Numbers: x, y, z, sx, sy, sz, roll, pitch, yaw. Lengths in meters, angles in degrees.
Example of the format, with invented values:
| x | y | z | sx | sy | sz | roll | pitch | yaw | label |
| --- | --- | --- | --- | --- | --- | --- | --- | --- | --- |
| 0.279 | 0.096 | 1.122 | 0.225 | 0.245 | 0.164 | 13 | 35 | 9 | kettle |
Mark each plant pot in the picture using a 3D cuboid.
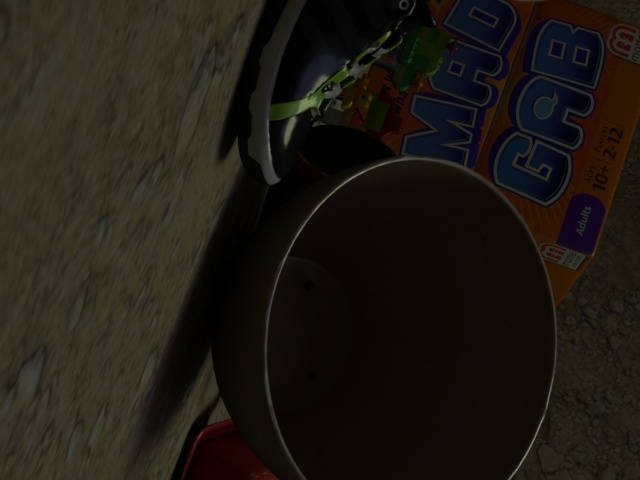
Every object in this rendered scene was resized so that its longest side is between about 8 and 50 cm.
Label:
| x | y | z | sx | sy | sz | roll | pitch | yaw | label |
| --- | --- | --- | --- | --- | --- | --- | --- | --- | --- |
| 0.022 | 0.078 | 1.058 | 0.191 | 0.284 | 0.284 | 0 | -115 | 55 | plant pot |

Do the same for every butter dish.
| x | y | z | sx | sy | sz | roll | pitch | yaw | label |
| --- | --- | --- | --- | --- | --- | --- | --- | --- | --- |
| -0.073 | 0.260 | 1.269 | 0.160 | 0.118 | 0.160 | 4 | 107 | -67 | butter dish |

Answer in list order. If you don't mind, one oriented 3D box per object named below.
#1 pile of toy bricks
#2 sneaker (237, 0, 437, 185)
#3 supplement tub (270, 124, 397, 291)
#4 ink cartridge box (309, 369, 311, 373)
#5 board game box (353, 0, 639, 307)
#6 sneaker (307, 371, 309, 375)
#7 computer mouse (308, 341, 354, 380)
| x | y | z | sx | sy | sz | roll | pitch | yaw | label |
| --- | --- | --- | --- | --- | --- | --- | --- | --- | --- |
| 0.083 | -0.199 | 1.308 | 0.118 | 0.105 | 0.212 | 72 | 38 | -84 | pile of toy bricks |
| 0.021 | -0.136 | 0.805 | 0.084 | 0.097 | 0.235 | -49 | 160 | -78 | sneaker |
| 0.000 | 0.000 | 1.205 | 0.106 | 0.106 | 0.198 | -64 | 174 | -57 | supplement tub |
| 0.004 | 0.098 | 1.480 | 0.092 | 0.143 | 0.090 | -55 | 165 | -77 | ink cartridge box |
| 0.228 | -0.124 | 1.889 | 0.356 | 0.356 | 0.356 | 103 | 9 | -67 | board game box |
| -0.047 | 0.074 | 1.347 | 0.221 | 0.087 | 0.128 | -66 | 157 | -13 | sneaker |
| 0.026 | 0.140 | 1.301 | 0.184 | 0.060 | 0.262 | -65 | -178 | -41 | computer mouse |
